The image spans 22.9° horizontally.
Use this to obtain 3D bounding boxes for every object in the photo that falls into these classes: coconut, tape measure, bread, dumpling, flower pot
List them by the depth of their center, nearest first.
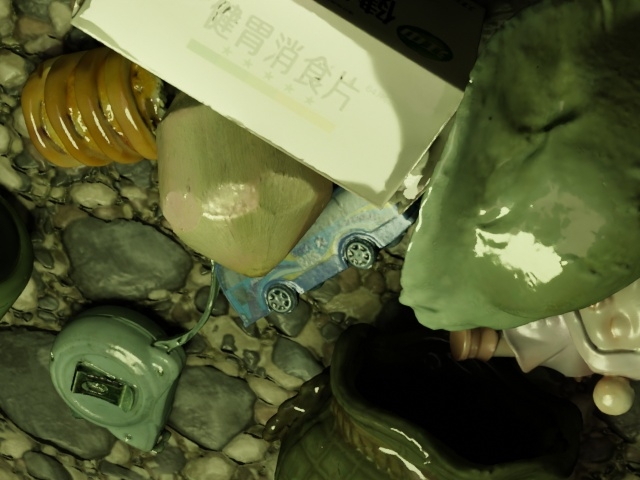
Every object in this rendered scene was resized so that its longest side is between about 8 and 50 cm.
[{"bbox_3d":[0.228,-0.069,1.312,0.211,0.321,0.270,24,149,11],"label":"dumpling"},{"bbox_3d":[-0.072,-0.054,1.458,0.171,0.171,0.183,-9,82,24],"label":"coconut"},{"bbox_3d":[-0.213,-0.126,1.535,0.177,0.084,0.119,-8,120,28],"label":"bread"},{"bbox_3d":[0.095,0.214,1.550,0.301,0.302,0.213,24,113,1],"label":"flower pot"},{"bbox_3d":[-0.200,0.084,1.674,0.164,0.084,0.330,17,129,1],"label":"tape measure"}]

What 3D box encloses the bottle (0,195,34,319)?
[{"bbox_3d":[-0.451,0.087,1.712,0.168,0.168,0.347,37,130,-8],"label":"bottle"}]

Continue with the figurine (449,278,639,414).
[{"bbox_3d":[0.257,0.068,1.480,0.276,0.200,0.133,-9,165,26],"label":"figurine"}]

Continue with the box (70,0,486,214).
[{"bbox_3d":[-0.026,-0.187,1.352,0.333,0.173,0.145,30,124,-9],"label":"box"}]

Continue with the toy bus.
[{"bbox_3d":[0.000,-0.003,1.557,0.236,0.079,0.094,-30,94,33],"label":"toy bus"}]
